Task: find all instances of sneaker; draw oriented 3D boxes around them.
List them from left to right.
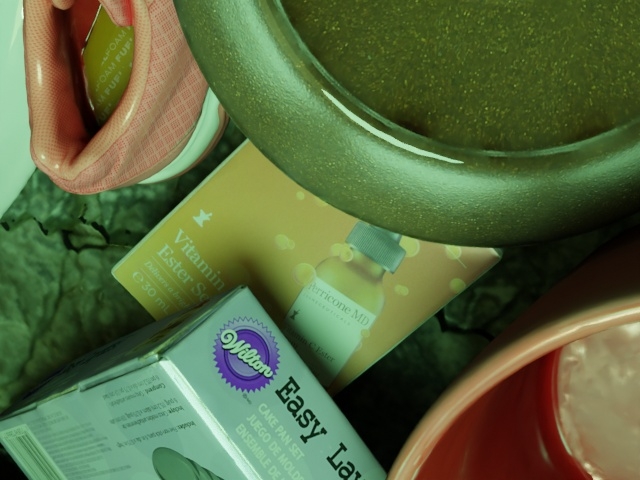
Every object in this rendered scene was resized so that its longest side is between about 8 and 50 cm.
[{"bbox_3d":[-0.080,-0.163,0.605,0.115,0.136,0.314,15,110,11],"label":"sneaker"}]

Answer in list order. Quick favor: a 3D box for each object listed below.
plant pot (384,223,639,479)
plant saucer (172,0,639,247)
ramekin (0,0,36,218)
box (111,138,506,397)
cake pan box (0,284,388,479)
[{"bbox_3d":[0.179,0.108,0.552,0.274,0.243,0.275,5,108,15],"label":"plant pot"},{"bbox_3d":[0.082,-0.150,0.548,0.310,0.050,0.311,0,94,-1],"label":"plant saucer"},{"bbox_3d":[-0.245,-0.122,0.600,0.135,0.277,0.277,15,111,20],"label":"ramekin"},{"bbox_3d":[0.000,0.000,0.656,0.130,0.091,0.170,47,114,-1],"label":"box"},{"bbox_3d":[-0.050,0.161,0.665,0.246,0.070,0.267,54,146,-6],"label":"cake pan box"}]
